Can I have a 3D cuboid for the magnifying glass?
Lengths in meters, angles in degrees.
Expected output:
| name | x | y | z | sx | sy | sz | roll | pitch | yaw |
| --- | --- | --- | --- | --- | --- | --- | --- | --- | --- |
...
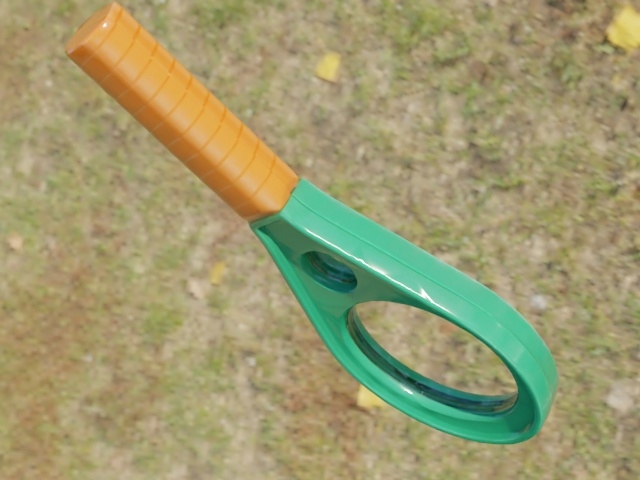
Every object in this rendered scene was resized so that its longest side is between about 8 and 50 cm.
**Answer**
| name | x | y | z | sx | sy | sz | roll | pitch | yaw |
| --- | --- | --- | --- | --- | --- | --- | --- | --- | --- |
| magnifying glass | 0.000 | 0.000 | 0.545 | 0.092 | 0.231 | 0.026 | -17 | 38 | 54 |
